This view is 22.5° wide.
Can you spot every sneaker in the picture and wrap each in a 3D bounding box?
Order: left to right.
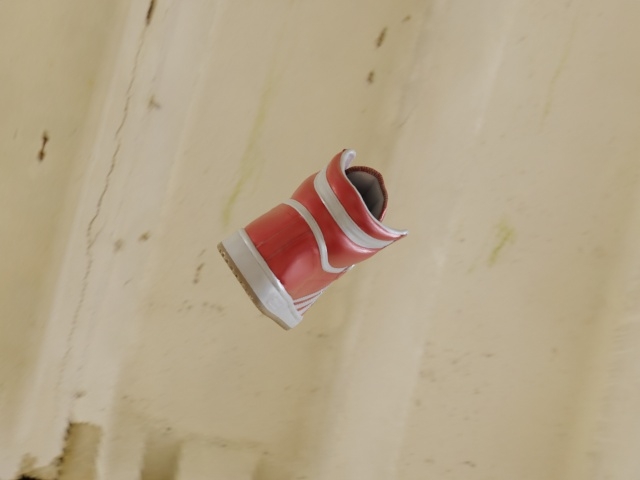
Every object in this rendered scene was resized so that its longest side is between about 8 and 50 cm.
[{"bbox_3d":[0.000,0.000,0.633,0.067,0.118,0.042,-35,-94,1],"label":"sneaker"}]
